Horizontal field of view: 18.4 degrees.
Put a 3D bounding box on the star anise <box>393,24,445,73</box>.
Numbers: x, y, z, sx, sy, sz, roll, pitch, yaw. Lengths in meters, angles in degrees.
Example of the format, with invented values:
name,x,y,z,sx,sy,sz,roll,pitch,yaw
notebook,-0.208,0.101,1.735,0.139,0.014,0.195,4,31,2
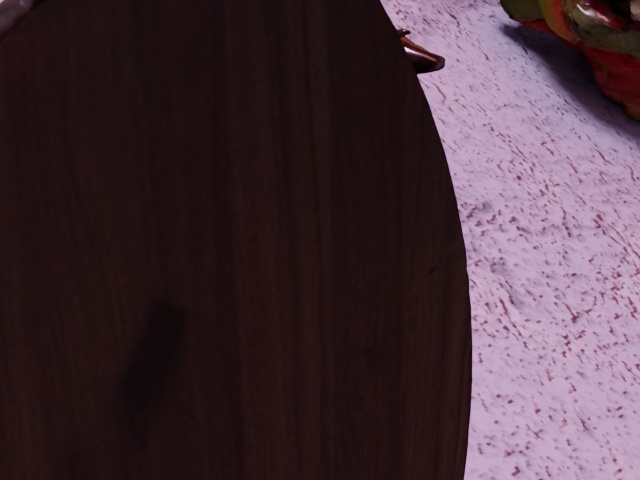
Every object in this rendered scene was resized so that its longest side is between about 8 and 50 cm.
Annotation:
name,x,y,z,sx,sy,sz,roll,pitch,yaw
star anise,-0.060,-0.139,1.129,0.272,0.102,0.272,31,-2,1

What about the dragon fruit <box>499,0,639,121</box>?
name,x,y,z,sx,sy,sz,roll,pitch,yaw
dragon fruit,0.256,-0.207,1.392,0.237,0.231,0.303,42,38,5

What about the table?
name,x,y,z,sx,sy,sz,roll,pitch,yaw
table,-0.153,0.030,0.591,0.317,0.317,0.249,-3,26,-47
